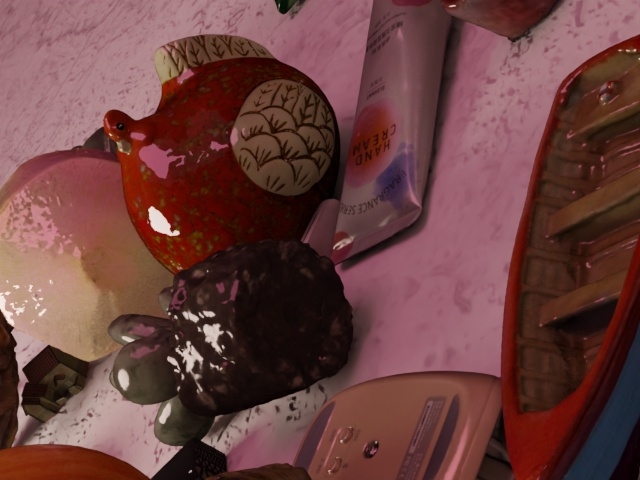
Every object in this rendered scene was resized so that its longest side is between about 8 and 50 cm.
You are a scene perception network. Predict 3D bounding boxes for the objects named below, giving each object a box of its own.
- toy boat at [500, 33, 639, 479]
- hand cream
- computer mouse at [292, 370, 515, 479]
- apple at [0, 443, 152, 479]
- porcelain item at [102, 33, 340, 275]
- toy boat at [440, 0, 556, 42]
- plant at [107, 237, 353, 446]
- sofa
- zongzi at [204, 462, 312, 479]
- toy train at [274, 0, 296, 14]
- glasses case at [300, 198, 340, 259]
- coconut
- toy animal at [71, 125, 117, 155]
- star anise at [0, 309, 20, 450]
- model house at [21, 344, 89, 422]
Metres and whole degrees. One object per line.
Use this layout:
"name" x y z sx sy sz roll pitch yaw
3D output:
"toy boat" 0.186 0.019 1.086 0.136 0.079 0.392 -30 34 41
"hand cream" 0.070 -0.139 1.523 0.124 0.077 0.341 -27 42 46
"computer mouse" 0.064 0.163 1.131 0.236 0.082 0.145 -14 47 55
"apple" -0.239 0.307 1.332 0.286 0.233 0.286 -40 33 33
"porcelain item" -0.108 -0.081 1.579 0.253 0.253 0.253 -42 28 29
"toy boat" 0.115 -0.318 1.390 0.206 0.282 0.096 -59 26 -4
"plant" -0.093 0.089 1.438 0.274 0.149 0.146 -30 70 50
"sofa" -0.135 0.238 1.466 0.118 0.039 0.060 -45 28 22
"zongzi" -0.013 0.279 1.041 0.256 0.115 0.228 20 105 61
"toy train" -0.088 -0.416 1.988 0.145 0.202 0.266 -49 24 18
"glasses case" 0.000 0.000 1.515 0.021 0.032 0.083 -2 59 59
"coconut" -0.251 0.015 1.762 0.233 0.233 0.245 -56 17 2
"toy animal" -0.288 -0.047 2.022 0.127 0.125 0.251 -40 0 -45
"star anise" -0.396 0.143 1.846 0.349 0.109 0.292 -129 41 -78
"model house" -0.315 0.162 1.872 0.083 0.058 0.057 -37 30 36
